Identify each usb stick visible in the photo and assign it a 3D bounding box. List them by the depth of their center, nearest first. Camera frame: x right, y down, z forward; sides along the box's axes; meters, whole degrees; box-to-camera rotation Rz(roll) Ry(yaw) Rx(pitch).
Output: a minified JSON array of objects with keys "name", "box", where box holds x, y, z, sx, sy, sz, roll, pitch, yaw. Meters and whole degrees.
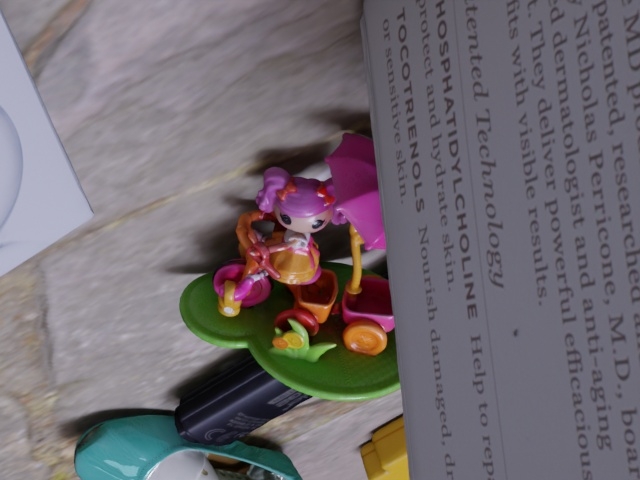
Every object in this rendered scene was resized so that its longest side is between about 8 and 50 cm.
[{"name":"usb stick","box":[0.005,0.084,1.046,0.278,0.045,0.077,-33,152,24]}]

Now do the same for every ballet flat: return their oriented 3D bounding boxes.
[{"name":"ballet flat","box":[-0.093,0.204,1.139,0.247,0.087,0.083,22,104,-47]}]

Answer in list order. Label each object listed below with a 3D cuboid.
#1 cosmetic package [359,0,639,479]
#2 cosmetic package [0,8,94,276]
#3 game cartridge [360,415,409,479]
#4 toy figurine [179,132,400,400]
[{"name":"cosmetic package","box":[0.257,-0.014,0.617,0.329,0.327,0.394,-1,171,-25]},{"name":"cosmetic package","box":[-0.304,-0.017,0.547,0.377,0.097,0.284,-34,145,-14]},{"name":"game cartridge","box":[0.232,0.183,1.317,0.285,0.052,0.324,-33,143,24]},{"name":"toy figurine","box":[0.000,0.000,0.879,0.173,0.130,0.159,11,131,0]}]
